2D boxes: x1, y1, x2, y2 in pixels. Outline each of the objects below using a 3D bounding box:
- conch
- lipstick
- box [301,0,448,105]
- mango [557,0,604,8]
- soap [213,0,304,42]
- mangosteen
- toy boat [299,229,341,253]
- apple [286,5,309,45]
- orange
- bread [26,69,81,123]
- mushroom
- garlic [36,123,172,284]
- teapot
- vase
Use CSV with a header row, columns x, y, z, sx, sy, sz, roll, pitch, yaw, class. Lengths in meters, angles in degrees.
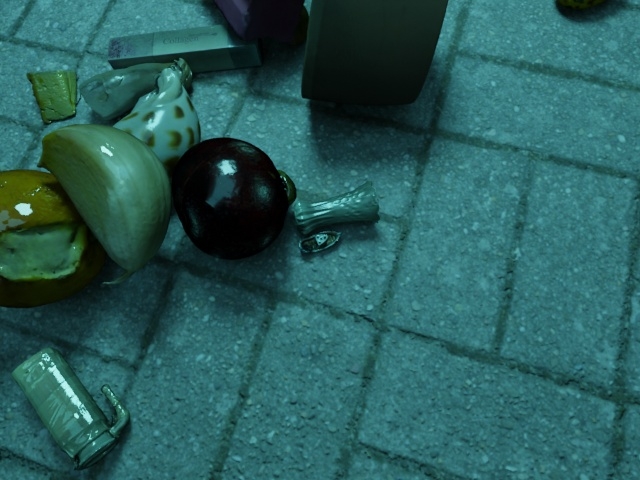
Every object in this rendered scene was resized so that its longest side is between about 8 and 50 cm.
x,y,z,sx,sy,sz,roll,pitch,yaw,class
-0.320,-0.176,0.801,0.149,0.183,0.275,39,91,-27,conch
-0.286,-0.406,0.906,0.318,0.068,0.066,-5,73,3,lipstick
0.090,-0.384,0.760,0.216,0.301,0.300,12,74,-3,box
0.574,-0.552,0.881,0.178,0.090,0.115,-32,66,-14,mango
-0.148,-0.585,0.822,0.128,0.233,0.359,-11,56,-32,soap
-0.141,-0.072,0.728,0.216,0.216,0.216,-1,73,4,mangosteen
0.000,0.000,0.780,0.083,0.038,0.038,-20,73,-1,toy boat
-0.061,-0.467,0.906,0.084,0.071,0.083,-1,74,4,apple
-0.485,-0.003,0.712,0.240,0.240,0.239,-1,73,4,orange
-0.571,-0.319,0.927,0.084,0.080,0.109,-9,108,1,bread
-0.379,-0.325,0.884,0.224,0.081,0.092,-18,57,-3,mushroom
-0.314,-0.068,0.651,0.164,0.145,0.244,-26,93,-2,garlic
-0.410,0.271,0.710,0.107,0.077,0.200,-37,73,-27,teapot
0.027,-0.055,0.768,0.149,0.081,0.081,-13,73,-2,vase
